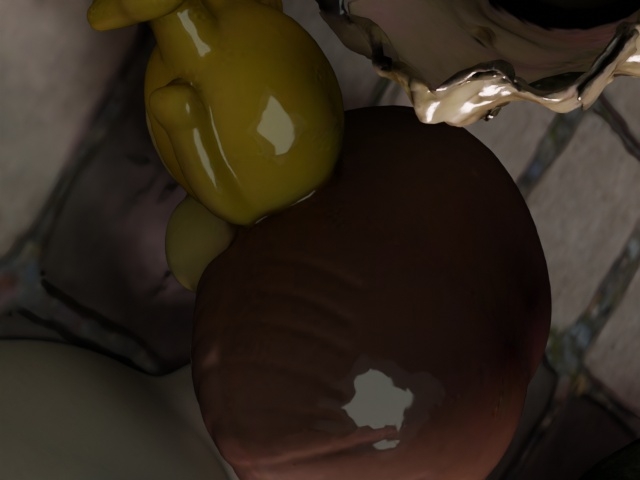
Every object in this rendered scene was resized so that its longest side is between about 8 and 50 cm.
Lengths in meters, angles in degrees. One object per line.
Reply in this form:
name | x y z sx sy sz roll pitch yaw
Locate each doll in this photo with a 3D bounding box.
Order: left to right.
doll | 0.002 -0.006 0.470 0.145 0.096 0.188 -28 98 -61

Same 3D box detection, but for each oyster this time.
oyster | 0.072 -0.072 0.467 0.133 0.209 0.072 -7 119 7

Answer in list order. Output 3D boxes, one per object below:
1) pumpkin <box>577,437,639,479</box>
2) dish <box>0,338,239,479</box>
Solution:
pumpkin | 0.143 0.165 0.623 0.190 0.146 0.190 35 50 -55
dish | -0.076 0.142 0.455 0.228 0.086 0.236 34 84 -46
